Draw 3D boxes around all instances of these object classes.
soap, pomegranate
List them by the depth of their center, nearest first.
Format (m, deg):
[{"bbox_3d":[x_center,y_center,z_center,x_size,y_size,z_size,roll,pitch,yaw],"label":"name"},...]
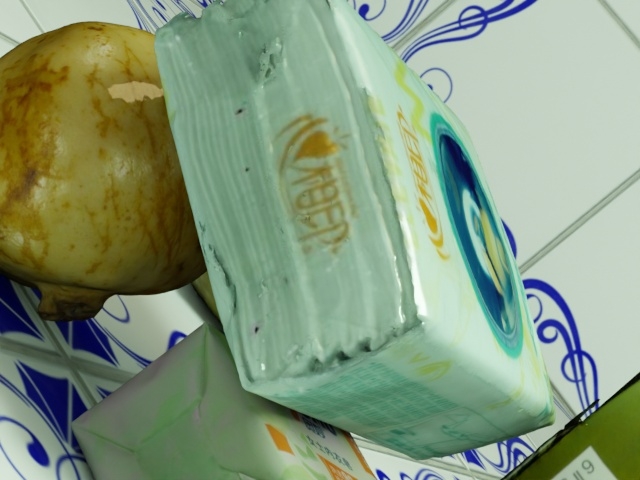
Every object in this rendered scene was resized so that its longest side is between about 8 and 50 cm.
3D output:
[{"bbox_3d":[-0.050,0.189,1.400,0.199,0.138,0.182,39,14,-47],"label":"soap"},{"bbox_3d":[-0.175,-0.050,1.507,0.248,0.248,0.248,48,11,-12],"label":"pomegranate"}]

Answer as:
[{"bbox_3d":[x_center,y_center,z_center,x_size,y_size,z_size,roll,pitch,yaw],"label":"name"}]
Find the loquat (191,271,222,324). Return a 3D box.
[{"bbox_3d":[0.000,0.000,1.973,0.284,0.276,0.276,35,18,-44],"label":"loquat"}]

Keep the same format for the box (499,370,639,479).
[{"bbox_3d":[0.253,0.290,1.656,0.138,0.373,0.420,55,12,30],"label":"box"}]

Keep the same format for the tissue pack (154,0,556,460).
[{"bbox_3d":[0.038,-0.001,1.463,0.388,0.162,0.287,34,37,-67],"label":"tissue pack"}]
